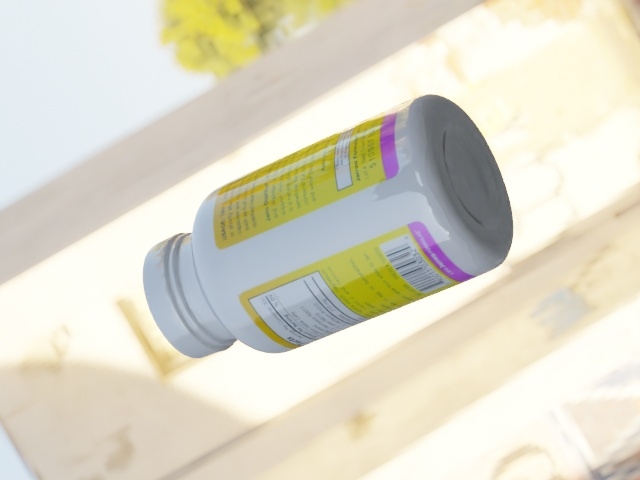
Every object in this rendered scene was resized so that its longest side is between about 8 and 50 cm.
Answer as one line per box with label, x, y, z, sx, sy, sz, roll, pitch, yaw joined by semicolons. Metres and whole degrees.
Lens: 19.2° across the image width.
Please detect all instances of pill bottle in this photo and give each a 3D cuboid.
pill bottle;0.000;0.000;0.442;0.043;0.083;0.043;43;-145;-41
